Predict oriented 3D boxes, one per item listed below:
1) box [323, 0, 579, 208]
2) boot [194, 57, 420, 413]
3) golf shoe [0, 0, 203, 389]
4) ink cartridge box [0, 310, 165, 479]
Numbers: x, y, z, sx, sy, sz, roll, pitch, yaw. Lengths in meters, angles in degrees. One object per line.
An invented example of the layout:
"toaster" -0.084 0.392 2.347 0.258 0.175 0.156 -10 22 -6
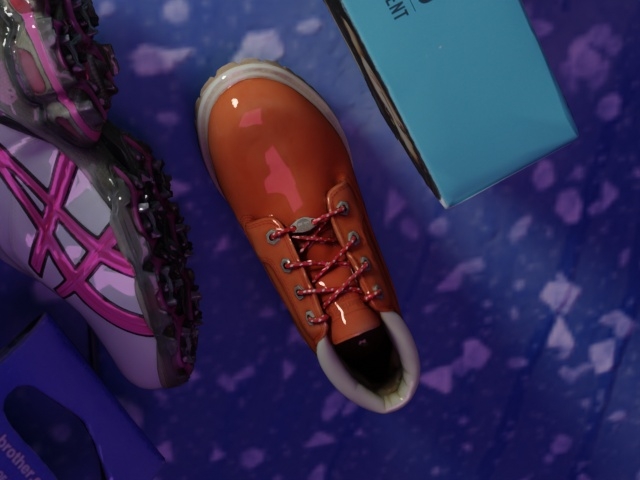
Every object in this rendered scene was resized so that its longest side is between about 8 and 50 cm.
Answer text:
"box" 0.010 -0.136 0.580 0.060 0.100 0.244 -29 121 2
"boot" 0.000 0.000 0.660 0.059 0.084 0.158 -27 120 0
"golf shoe" -0.106 -0.017 0.635 0.086 0.067 0.186 -17 115 11
"ink cartridge box" -0.246 0.187 0.648 0.395 0.151 0.270 -31 123 3
